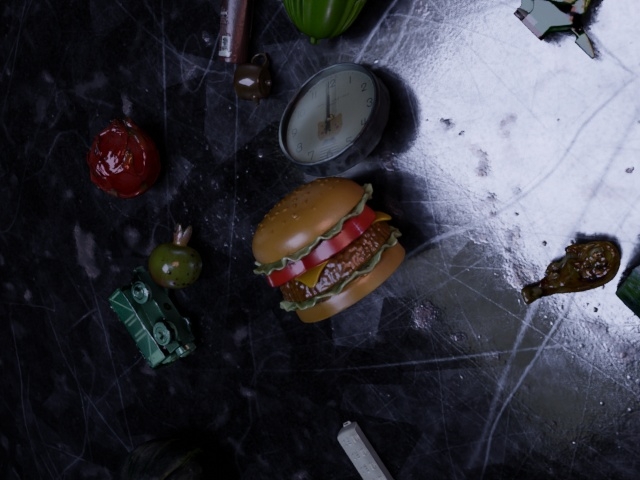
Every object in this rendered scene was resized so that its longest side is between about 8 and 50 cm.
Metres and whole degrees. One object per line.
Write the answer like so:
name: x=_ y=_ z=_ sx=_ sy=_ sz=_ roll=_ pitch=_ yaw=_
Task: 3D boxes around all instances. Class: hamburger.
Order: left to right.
hamburger: x=0.000 y=0.000 z=1.064 sx=0.274 sy=0.274 sz=0.212 roll=-28 pitch=103 yaw=34

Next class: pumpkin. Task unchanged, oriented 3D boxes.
pumpkin: x=-0.402 y=0.683 z=1.512 sx=0.323 sy=0.241 sz=0.323 roll=10 pitch=110 yaw=28

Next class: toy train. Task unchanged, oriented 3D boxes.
toy train: x=-0.433 y=0.199 z=1.479 sx=0.154 sy=0.115 sz=0.269 roll=-39 pitch=83 yaw=30

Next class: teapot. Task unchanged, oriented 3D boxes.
teapot: x=-0.131 y=-0.335 z=1.181 sx=0.068 sy=0.076 sz=0.121 roll=8 pitch=77 yaw=19

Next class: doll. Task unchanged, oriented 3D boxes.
doll: x=0.371 y=-0.378 z=0.840 sx=0.134 sy=0.106 sz=0.186 roll=21 pitch=113 yaw=19

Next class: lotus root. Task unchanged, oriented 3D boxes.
lotus root: x=0.004 y=-0.433 z=1.030 sx=0.186 sy=0.186 sz=0.186 roll=9 pitch=107 yaw=29

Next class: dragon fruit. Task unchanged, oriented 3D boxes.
dragon fruit: x=-0.473 y=-0.188 z=1.367 sx=0.172 sy=0.172 sz=0.209 roll=44 pitch=135 yaw=14

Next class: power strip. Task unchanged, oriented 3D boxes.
power strip: x=0.123 y=0.522 z=1.278 sx=0.060 sy=0.027 sz=0.252 roll=-39 pitch=81 yaw=33

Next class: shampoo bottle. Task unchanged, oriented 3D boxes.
shampoo bottle: x=-0.172 y=-0.487 z=1.167 sx=0.068 sy=0.067 sz=0.236 roll=11 pitch=108 yaw=9

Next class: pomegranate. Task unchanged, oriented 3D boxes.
pomegranate: x=-0.358 y=0.040 z=1.385 sx=0.129 sy=0.129 sz=0.159 roll=-12 pitch=90 yaw=33

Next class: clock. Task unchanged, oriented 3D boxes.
clock: x=0.021 y=-0.227 z=1.059 sx=0.226 sy=0.049 sz=0.226 roll=-16 pitch=61 yaw=30

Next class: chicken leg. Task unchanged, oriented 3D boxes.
chicken leg: x=0.412 y=0.057 z=0.959 sx=0.093 sy=0.070 sz=0.178 roll=39 pitch=136 yaw=-12

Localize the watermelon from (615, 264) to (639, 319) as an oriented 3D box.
watermelon: x=0.591 y=0.072 z=0.798 sx=0.264 sy=0.151 sz=0.302 roll=38 pitch=119 yaw=18
